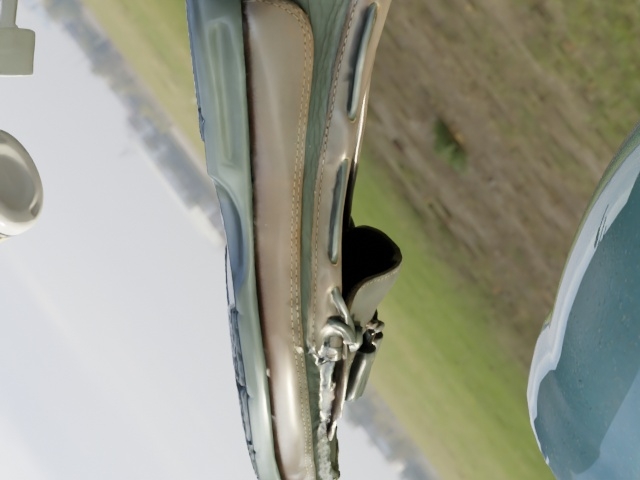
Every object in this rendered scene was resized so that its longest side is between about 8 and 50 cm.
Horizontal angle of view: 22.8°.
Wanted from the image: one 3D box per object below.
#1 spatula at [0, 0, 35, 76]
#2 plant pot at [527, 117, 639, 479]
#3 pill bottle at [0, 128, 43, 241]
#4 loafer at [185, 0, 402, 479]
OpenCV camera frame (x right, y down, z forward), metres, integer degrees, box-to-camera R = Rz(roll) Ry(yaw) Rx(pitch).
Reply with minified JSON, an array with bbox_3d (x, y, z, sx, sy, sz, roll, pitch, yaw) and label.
[{"bbox_3d":[-0.324,-0.188,1.328,0.242,0.168,0.019,-106,12,-57],"label":"spatula"},{"bbox_3d":[0.240,0.001,0.632,0.293,0.293,0.196,-129,35,-51],"label":"plant pot"},{"bbox_3d":[-0.225,-0.018,0.931,0.065,0.116,0.065,41,-142,-43],"label":"pill bottle"},{"bbox_3d":[0.000,0.000,0.652,0.096,0.084,0.268,-96,0,-56],"label":"loafer"}]
